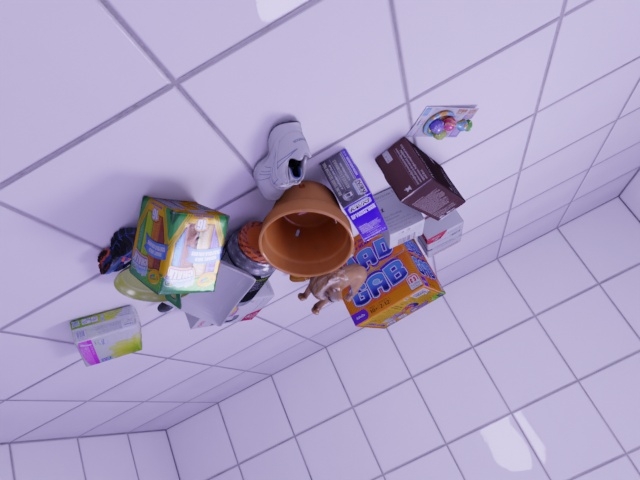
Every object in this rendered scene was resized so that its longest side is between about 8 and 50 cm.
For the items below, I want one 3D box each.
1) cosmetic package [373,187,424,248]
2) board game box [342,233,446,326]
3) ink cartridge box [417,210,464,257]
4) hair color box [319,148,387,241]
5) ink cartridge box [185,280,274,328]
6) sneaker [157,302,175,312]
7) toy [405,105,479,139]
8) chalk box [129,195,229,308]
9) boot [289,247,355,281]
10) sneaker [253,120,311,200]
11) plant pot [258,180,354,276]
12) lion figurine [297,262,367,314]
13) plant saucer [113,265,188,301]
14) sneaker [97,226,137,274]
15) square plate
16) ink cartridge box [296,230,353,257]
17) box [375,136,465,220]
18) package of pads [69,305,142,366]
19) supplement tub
[{"bbox_3d":[0.300,-0.096,1.884,0.151,0.183,0.151,-25,157,-2],"label":"cosmetic package"},{"bbox_3d":[0.299,0.166,2.208,0.356,0.356,0.357,-34,155,18],"label":"board game box"},{"bbox_3d":[0.595,-0.040,2.383,0.197,0.114,0.273,-28,156,1],"label":"ink cartridge box"},{"bbox_3d":[0.120,-0.141,1.610,0.110,0.185,0.339,-30,157,7],"label":"hair color box"},{"bbox_3d":[-0.379,0.246,1.972,0.306,0.131,0.226,-4,148,-43],"label":"ink cartridge box"},{"bbox_3d":[-0.565,0.217,1.833,0.167,0.065,0.076,-31,140,4],"label":"sneaker"},{"bbox_3d":[0.416,-0.377,1.584,0.237,0.056,0.137,-10,151,-32],"label":"toy"},{"bbox_3d":[-0.396,0.043,1.311,0.179,0.180,0.288,4,103,-48],"label":"chalk box"},{"bbox_3d":[-0.001,0.097,2.105,0.295,0.104,0.211,-16,160,-10],"label":"boot"},{"bbox_3d":[-0.108,-0.195,1.341,0.111,0.129,0.297,-16,156,-26],"label":"sneaker"},{"bbox_3d":[-0.045,-0.053,1.517,0.291,0.203,0.290,-1,135,-1],"label":"plant pot"},{"bbox_3d":[0.073,0.146,1.735,0.240,0.142,0.392,-49,166,30],"label":"lion figurine"},{"bbox_3d":[-0.521,0.126,1.504,0.241,0.037,0.241,-6,147,-4],"label":"plant saucer"},{"bbox_3d":[-0.573,0.025,1.406,0.221,0.083,0.087,-32,166,33],"label":"sneaker"},{"bbox_3d":[-0.427,0.131,1.592,0.344,0.049,0.347,27,134,-14],"label":"square plate"},{"bbox_3d":[0.000,0.000,1.748,0.154,0.212,0.093,-34,159,15],"label":"ink cartridge box"},{"bbox_3d":[0.367,-0.210,1.716,0.143,0.191,0.381,-38,155,24],"label":"box"},{"bbox_3d":[-0.807,0.371,1.832,0.229,0.101,0.296,-15,154,-24],"label":"package of pads"},{"bbox_3d":[-0.264,0.083,1.676,0.194,0.193,0.316,-6,150,-38],"label":"supplement tub"}]
